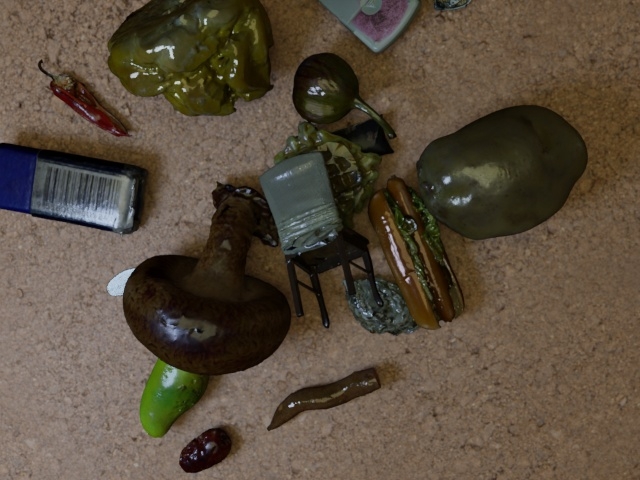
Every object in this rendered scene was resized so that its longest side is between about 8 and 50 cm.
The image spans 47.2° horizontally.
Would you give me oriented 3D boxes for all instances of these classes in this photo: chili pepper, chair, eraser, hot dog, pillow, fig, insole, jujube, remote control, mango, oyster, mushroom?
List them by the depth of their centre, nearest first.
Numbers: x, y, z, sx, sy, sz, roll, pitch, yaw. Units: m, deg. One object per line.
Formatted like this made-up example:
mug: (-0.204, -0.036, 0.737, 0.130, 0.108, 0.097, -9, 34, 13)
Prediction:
mushroom: (-0.201, 0.098, 1.497, 0.331, 0.334, 0.356, 39, 105, 1)
fig: (0.054, -0.285, 1.514, 0.245, 0.149, 0.149, 33, 96, 18)
chair: (0.000, 0.000, 1.523, 0.160, 0.186, 0.319, -23, 66, 19)
remote control: (0.048, -0.551, 1.534, 0.344, 0.050, 0.145, 45, 109, 5)
hot dog: (0.202, 0.022, 1.541, 0.135, 0.100, 0.337, -23, 91, -24)
pillow: (0.076, -0.209, 1.578, 0.150, 0.048, 0.090, -18, 84, 10)
oyster: (0.129, 0.144, 1.589, 0.177, 0.064, 0.124, 8, 89, 4)
eraser: (-0.551, -0.113, 1.609, 0.332, 0.101, 0.154, 11, 96, 5)
mango: (-0.319, 0.325, 1.611, 0.125, 0.111, 0.232, 21, 93, 9)
chili pepper: (-0.526, -0.306, 1.623, 0.268, 0.059, 0.050, 39, 134, -1)
jujube: (-0.258, 0.473, 1.634, 0.129, 0.077, 0.077, -37, 90, 11)
insole: (-0.415, 0.085, 1.657, 0.153, 0.002, 0.053, -19, 92, 5)

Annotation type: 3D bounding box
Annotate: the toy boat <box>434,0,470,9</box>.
toy boat: (0.281, -0.507, 1.549, 0.083, 0.038, 0.038, -6, 93, 6)

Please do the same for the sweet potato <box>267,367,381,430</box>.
sweet potato: (-0.003, 0.346, 1.613, 0.281, 0.067, 0.059, -20, 55, 10)

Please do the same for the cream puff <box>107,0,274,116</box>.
cream puff: (-0.252, -0.376, 1.507, 0.324, 0.291, 0.257, -36, 120, -8)

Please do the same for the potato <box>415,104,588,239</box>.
potato: (0.361, -0.131, 1.473, 0.326, 0.221, 0.243, -27, 100, -7)

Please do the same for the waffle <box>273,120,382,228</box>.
waffle: (0.002, -0.128, 1.559, 0.224, 0.054, 0.204, 25, 114, -3)
